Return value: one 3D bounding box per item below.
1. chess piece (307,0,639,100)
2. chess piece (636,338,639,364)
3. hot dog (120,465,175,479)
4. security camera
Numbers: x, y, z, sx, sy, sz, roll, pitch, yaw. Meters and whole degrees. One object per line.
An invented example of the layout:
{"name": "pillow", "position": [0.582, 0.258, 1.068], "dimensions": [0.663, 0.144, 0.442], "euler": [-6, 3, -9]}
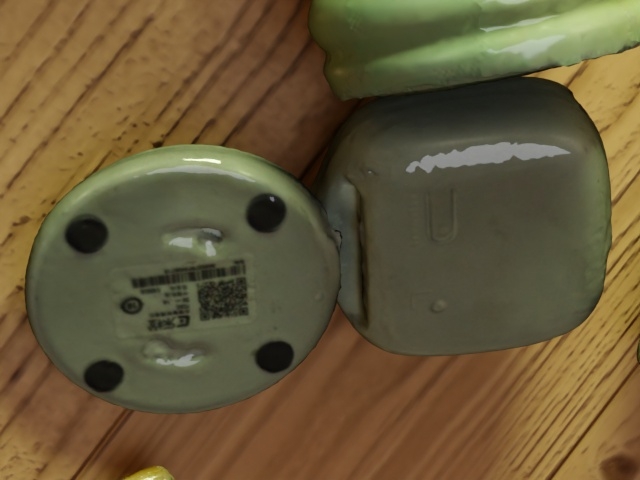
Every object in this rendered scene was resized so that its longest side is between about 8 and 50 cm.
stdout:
{"name": "chess piece", "position": [0.057, -0.222, 0.850], "dimensions": [0.176, 0.176, 0.298], "euler": [-13, 99, -18]}
{"name": "chess piece", "position": [0.260, -0.044, 0.992], "dimensions": [0.144, 0.144, 0.251], "euler": [2, 102, -23]}
{"name": "hot dog", "position": [-0.098, 0.150, 0.963], "dimensions": [0.030, 0.034, 0.090], "euler": [-13, 132, -30]}
{"name": "security camera", "position": [0.000, 0.000, 0.931], "dimensions": [0.302, 0.080, 0.157], "euler": [-9, 126, -8]}
